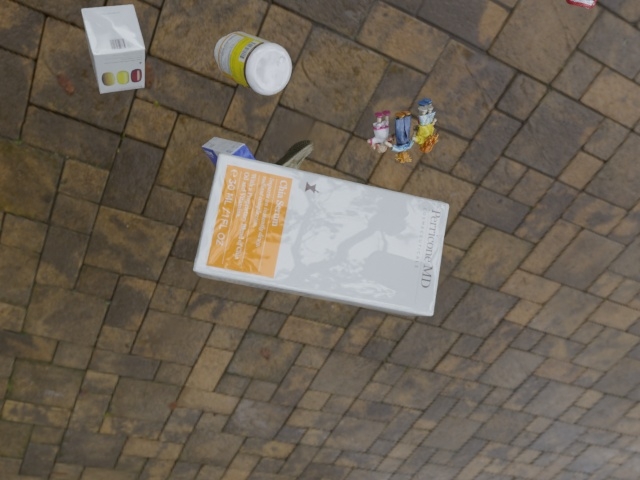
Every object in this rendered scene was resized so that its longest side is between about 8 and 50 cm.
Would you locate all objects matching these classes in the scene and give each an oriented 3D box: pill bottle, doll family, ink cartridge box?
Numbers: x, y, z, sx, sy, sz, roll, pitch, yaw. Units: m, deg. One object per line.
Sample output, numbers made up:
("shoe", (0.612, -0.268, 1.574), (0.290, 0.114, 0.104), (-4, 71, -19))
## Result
("pill bottle", (-0.169, -0.425, 1.296), (0.117, 0.215, 0.117), (-20, 127, -28))
("doll family", (0.286, -0.338, 1.751), (0.263, 0.118, 0.163), (-19, 127, -19))
("ink cartridge box", (-0.207, -0.187, 1.293), (0.046, 0.207, 0.097), (-41, 119, -14))

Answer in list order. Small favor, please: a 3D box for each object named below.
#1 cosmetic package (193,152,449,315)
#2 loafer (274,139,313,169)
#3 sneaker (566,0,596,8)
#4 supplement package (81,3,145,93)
("cosmetic package", (0.000, 0.000, 1.080), (0.453, 0.161, 0.230), (11, 82, -9))
("loafer", (-0.075, -0.223, 1.528), (0.148, 0.056, 0.050), (-39, 129, 1))
("sneaker", (0.388, -0.363, 0.749), (0.118, 0.042, 0.067), (-23, 148, -8))
("supplement package", (-0.580, -0.535, 1.550), (0.139, 0.244, 0.134), (-14, 85, -19))
